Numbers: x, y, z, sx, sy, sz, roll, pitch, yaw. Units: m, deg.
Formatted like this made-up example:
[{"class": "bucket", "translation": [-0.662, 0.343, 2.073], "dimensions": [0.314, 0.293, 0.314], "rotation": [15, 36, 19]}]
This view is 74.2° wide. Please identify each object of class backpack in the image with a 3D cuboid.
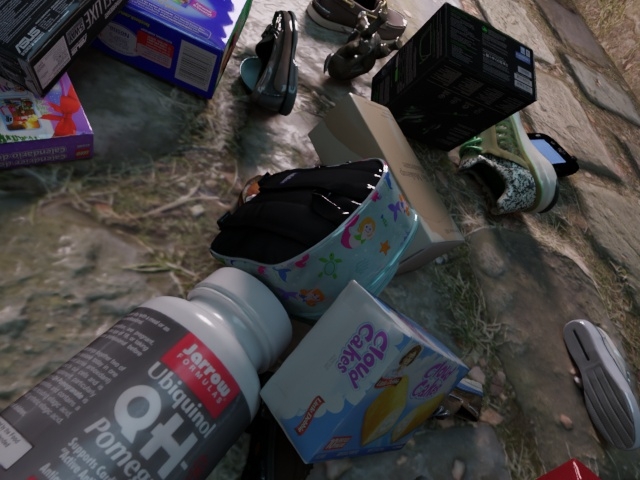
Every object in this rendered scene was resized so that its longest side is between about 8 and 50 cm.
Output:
[{"class": "backpack", "translation": [0.000, 0.000, 0.565], "dimensions": [0.225, 0.253, 0.191], "rotation": [-48, 113, -26]}]

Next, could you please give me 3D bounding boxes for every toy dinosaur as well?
[{"class": "toy dinosaur", "translation": [0.086, -0.429, 0.986], "dimensions": [0.121, 0.160, 0.314], "rotation": [42, 57, -21]}]

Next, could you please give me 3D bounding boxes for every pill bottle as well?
[{"class": "pill bottle", "translation": [-0.172, 0.169, 0.421], "dimensions": [0.176, 0.176, 0.318], "rotation": [44, 49, 1]}]

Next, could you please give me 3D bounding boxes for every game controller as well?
[{"class": "game controller", "translation": [0.634, -0.251, 1.238], "dimensions": [0.319, 0.067, 0.167], "rotation": [-11, 68, -36]}]

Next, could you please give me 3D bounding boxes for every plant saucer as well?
[{"class": "plant saucer", "translation": [-0.111, -0.326, 0.870], "dimensions": [0.119, 0.021, 0.120], "rotation": [15, 56, -23]}]

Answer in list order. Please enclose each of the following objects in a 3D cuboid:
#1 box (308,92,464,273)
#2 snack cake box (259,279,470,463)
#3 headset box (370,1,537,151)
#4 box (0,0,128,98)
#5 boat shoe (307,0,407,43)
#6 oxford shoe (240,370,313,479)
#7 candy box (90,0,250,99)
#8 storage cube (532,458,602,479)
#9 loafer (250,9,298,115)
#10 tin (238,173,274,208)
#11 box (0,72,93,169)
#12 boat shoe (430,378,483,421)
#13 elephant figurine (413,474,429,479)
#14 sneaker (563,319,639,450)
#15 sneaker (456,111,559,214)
[{"class": "box", "translation": [0.117, -0.100, 0.780], "dimensions": [0.147, 0.121, 0.311], "rotation": [-4, 63, -51]}, {"class": "snack cake box", "translation": [0.071, 0.163, 0.499], "dimensions": [0.089, 0.152, 0.264], "rotation": [43, 4, 36]}, {"class": "headset box", "translation": [0.277, -0.335, 0.947], "dimensions": [0.246, 0.283, 0.131], "rotation": [13, 71, -23]}, {"class": "box", "translation": [-0.402, -0.379, 0.564], "dimensions": [0.242, 0.076, 0.308], "rotation": [28, 67, -10]}, {"class": "boat shoe", "translation": [0.122, -0.621, 1.144], "dimensions": [0.324, 0.097, 0.117], "rotation": [-4, 64, -33]}, {"class": "oxford shoe", "translation": [-0.042, 0.272, 0.498], "dimensions": [0.096, 0.083, 0.227], "rotation": [19, 54, -25]}, {"class": "candy box", "translation": [-0.277, -0.452, 0.785], "dimensions": [0.268, 0.122, 0.317], "rotation": [21, 54, -16]}, {"class": "storage cube", "translation": [0.322, 0.431, 0.513], "dimensions": [0.215, 0.184, 0.193], "rotation": [40, 28, -2]}, {"class": "loafer", "translation": [-0.093, -0.367, 0.834], "dimensions": [0.084, 0.096, 0.268], "rotation": [7, 60, -20]}, {"class": "tin", "translation": [-0.051, -0.063, 0.732], "dimensions": [0.189, 0.040, 0.106], "rotation": [-7, 61, -34]}, {"class": "box", "translation": [-0.464, -0.229, 0.574], "dimensions": [0.200, 0.057, 0.293], "rotation": [-19, 72, -36]}, {"class": "boat shoe", "translation": [0.187, 0.244, 0.661], "dimensions": [0.183, 0.066, 0.066], "rotation": [18, 55, -21]}, {"class": "elephant figurine", "translation": [0.047, 0.381, 0.454], "dimensions": [0.186, 0.169, 0.240], "rotation": [57, 23, -46]}, {"class": "sneaker", "translation": [0.590, 0.283, 0.858], "dimensions": [0.091, 0.094, 0.258], "rotation": [11, 56, -20]}, {"class": "sneaker", "translation": [0.410, -0.232, 1.057], "dimensions": [0.181, 0.158, 0.411], "rotation": [-17, 65, -19]}]
